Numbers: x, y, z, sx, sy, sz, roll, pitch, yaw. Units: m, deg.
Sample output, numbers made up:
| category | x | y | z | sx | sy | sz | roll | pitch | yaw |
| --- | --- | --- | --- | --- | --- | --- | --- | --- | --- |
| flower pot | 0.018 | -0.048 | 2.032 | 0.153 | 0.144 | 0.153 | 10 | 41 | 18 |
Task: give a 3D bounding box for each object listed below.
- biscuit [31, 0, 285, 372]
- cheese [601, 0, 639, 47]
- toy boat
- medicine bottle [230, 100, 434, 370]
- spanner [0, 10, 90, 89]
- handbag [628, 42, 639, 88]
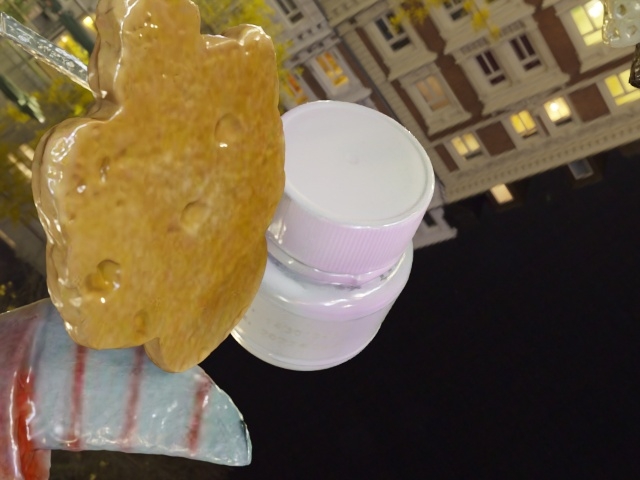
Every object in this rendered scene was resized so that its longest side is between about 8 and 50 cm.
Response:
| category | x | y | z | sx | sy | sz | roll | pitch | yaw |
| --- | --- | --- | --- | --- | --- | --- | --- | --- | --- |
| biscuit | -0.125 | -0.038 | 0.600 | 0.051 | 0.376 | 0.269 | 22 | -133 | 24 |
| cheese | 0.431 | -0.358 | 0.992 | 0.064 | 0.194 | 0.043 | -9 | -131 | 6 |
| toy boat | -0.203 | 0.157 | 0.697 | 0.282 | 0.096 | 0.206 | 5 | -108 | 4 |
| medicine bottle | 0.000 | 0.000 | 0.898 | 0.302 | 0.241 | 0.241 | 111 | 4 | -50 |
| spanner | -0.286 | -0.206 | 0.965 | 0.026 | 0.325 | 0.093 | -21 | -133 | 44 |
| handbag | 0.599 | -0.336 | 1.128 | 0.155 | 0.169 | 0.216 | -11 | 115 | -77 |
